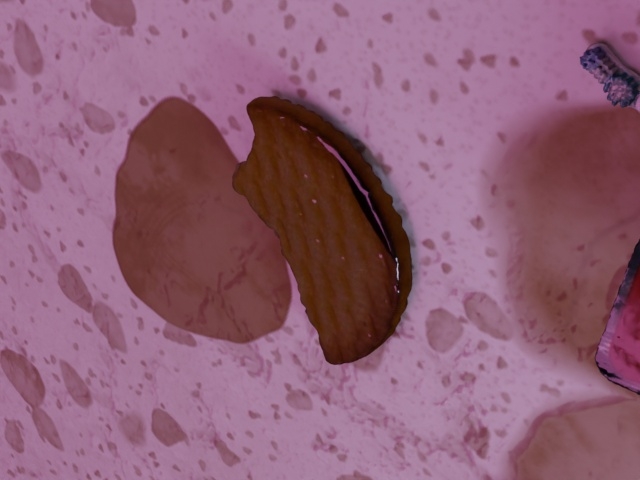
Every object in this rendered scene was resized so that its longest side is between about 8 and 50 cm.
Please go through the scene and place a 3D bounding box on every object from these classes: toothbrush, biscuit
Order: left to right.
[{"bbox_3d":[0.001,-0.001,0.989,0.176,0.031,0.228,27,133,29],"label":"biscuit"},{"bbox_3d":[0.267,-0.007,0.750,0.304,0.030,0.030,49,138,2],"label":"toothbrush"}]

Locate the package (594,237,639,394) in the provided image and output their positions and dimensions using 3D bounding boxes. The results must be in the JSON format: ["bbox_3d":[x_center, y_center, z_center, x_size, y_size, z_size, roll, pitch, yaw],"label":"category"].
[{"bbox_3d":[0.286,-0.003,0.697,0.194,0.071,0.269,21,127,21],"label":"package"}]
